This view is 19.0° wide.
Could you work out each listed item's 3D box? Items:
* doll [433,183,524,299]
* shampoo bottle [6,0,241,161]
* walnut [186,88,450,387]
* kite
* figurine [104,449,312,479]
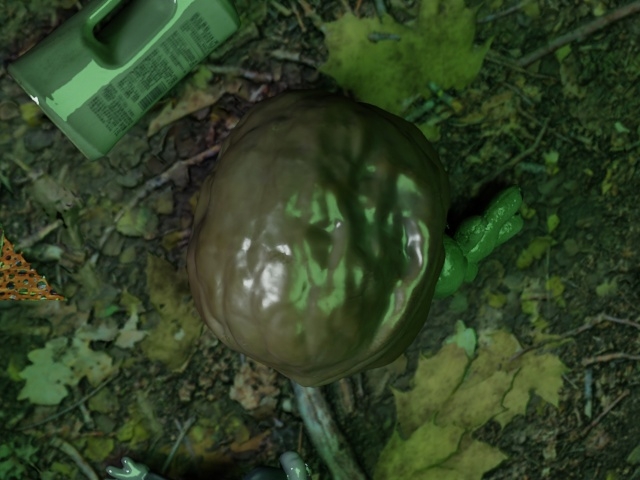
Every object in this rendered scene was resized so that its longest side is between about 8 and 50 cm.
[{"bbox_3d":[0.141,0.000,1.899,0.150,0.077,0.115,-34,160,-21],"label":"doll"},{"bbox_3d":[-0.150,-0.186,1.664,0.234,0.087,0.118,-43,123,-4],"label":"shampoo bottle"},{"bbox_3d":[0.000,0.000,1.729,0.227,0.273,0.273,11,109,5],"label":"walnut"},{"bbox_3d":[-0.335,0.016,1.709,0.125,0.008,0.222,-38,121,-4],"label":"kite"},{"bbox_3d":[-0.126,0.306,1.857,0.265,0.140,0.193,-15,134,-3],"label":"figurine"}]
